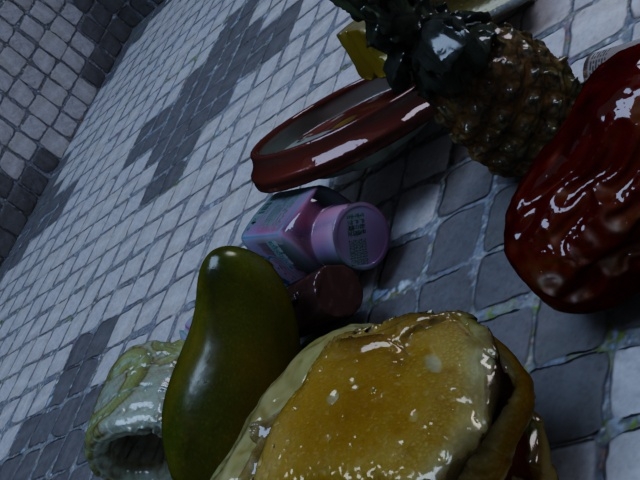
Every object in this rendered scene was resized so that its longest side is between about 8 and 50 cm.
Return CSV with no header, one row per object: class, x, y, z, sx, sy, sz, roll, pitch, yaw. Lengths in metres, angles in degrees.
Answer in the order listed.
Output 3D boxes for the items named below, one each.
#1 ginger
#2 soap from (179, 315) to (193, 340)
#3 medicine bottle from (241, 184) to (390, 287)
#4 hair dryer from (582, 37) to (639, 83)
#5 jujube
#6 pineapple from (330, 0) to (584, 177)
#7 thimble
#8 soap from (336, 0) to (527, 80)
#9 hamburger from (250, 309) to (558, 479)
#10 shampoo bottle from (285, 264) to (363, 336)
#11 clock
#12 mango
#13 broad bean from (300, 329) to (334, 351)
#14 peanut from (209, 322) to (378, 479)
ginger,-0.041,0.195,0.825,0.057,0.044,0.137,-2,48,37
soap,-0.134,0.127,1.311,0.100,0.056,0.149,-55,25,-9
medicine bottle,0.000,0.000,1.168,0.094,0.119,0.188,-52,22,-22
hair dryer,0.301,-0.102,0.864,0.195,0.053,0.220,-9,50,56
jujube,0.246,-0.048,0.773,0.230,0.155,0.155,-49,25,19
pineapple,0.134,-0.187,0.957,0.141,0.310,0.170,-50,25,11
thimble,-0.214,0.219,1.222,0.190,0.137,0.144,-47,20,43
soap,0.149,-0.300,1.253,0.257,0.080,0.160,-25,17,19
hamburger,0.067,0.183,0.743,0.244,0.163,0.244,-29,30,19
shampoo bottle,-0.022,0.080,1.138,0.068,0.067,0.236,-24,-4,-27
clock,0.054,-0.146,1.244,0.318,0.080,0.318,-26,16,8
mango,-0.089,0.154,1.031,0.129,0.146,0.289,-162,85,-76
broad bean,-0.067,0.181,1.128,0.256,0.052,0.052,-42,32,22
peanut,-0.013,0.208,0.918,0.147,0.147,0.306,-14,40,54
